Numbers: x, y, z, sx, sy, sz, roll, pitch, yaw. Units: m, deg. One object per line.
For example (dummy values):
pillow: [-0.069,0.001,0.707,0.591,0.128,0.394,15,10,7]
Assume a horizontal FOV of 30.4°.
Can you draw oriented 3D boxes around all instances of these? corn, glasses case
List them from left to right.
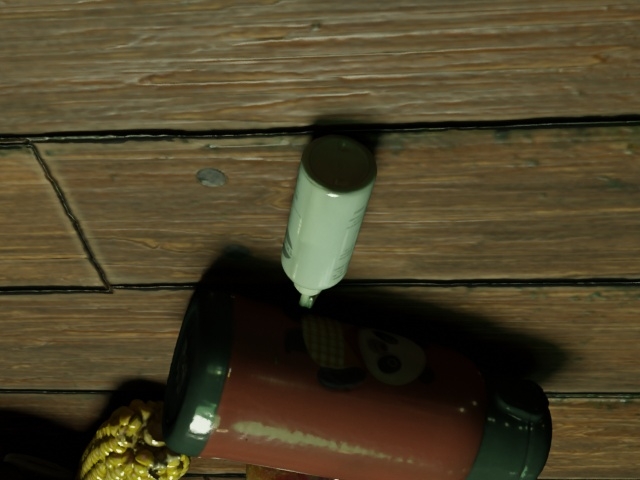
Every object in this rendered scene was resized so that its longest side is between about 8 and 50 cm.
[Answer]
glasses case: [-0.322,0.262,1.350,0.083,0.021,0.032,23,146,-21]
corn: [-0.209,0.251,1.258,0.101,0.101,0.292,15,148,-13]

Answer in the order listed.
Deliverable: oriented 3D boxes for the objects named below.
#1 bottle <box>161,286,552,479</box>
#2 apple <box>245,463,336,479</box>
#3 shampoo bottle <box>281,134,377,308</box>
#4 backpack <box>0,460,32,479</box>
bottle: [0.039,0.143,1.032,0.336,0.144,0.144,14,145,-15]
apple: [0.013,0.260,1.185,0.188,0.174,0.207,0,129,3]
shampoo bottle: [0.000,0.000,0.899,0.056,0.056,0.195,8,144,-4]
backpack: [-0.356,0.425,1.339,0.363,0.255,0.446,49,163,8]
